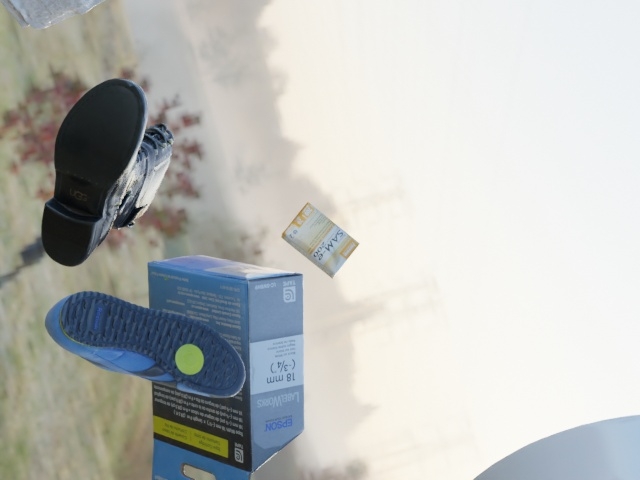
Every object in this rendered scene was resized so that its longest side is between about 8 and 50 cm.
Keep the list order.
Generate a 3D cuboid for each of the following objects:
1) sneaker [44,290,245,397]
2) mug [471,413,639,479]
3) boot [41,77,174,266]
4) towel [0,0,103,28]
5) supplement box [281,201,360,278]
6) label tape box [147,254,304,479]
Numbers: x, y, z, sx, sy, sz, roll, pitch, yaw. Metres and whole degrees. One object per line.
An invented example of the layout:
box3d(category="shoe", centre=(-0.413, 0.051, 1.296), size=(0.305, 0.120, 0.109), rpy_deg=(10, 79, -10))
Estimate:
box3d(category="sneaker", centre=(-0.178, 0.108, 1.459), size=(0.082, 0.209, 0.069), rpy_deg=(-31, -139, 61))
box3d(category="mug", centre=(0.229, 0.365, 1.061), size=(0.374, 0.276, 0.328), rpy_deg=(119, -28, -44))
box3d(category="boot", centre=(-0.237, -0.101, 1.727), size=(0.263, 0.091, 0.229), rpy_deg=(-64, 172, 26))
box3d(category="towel", centre=(-0.357, -0.423, 2.065), size=(0.187, 0.282, 0.049), rpy_deg=(51, 19, -42))
box3d(category="supplement box", centre=(0.000, 0.000, 2.080), size=(0.098, 0.062, 0.036), rpy_deg=(38, -11, 3))
box3d(category="label tape box", centre=(-0.135, 0.200, 2.035), size=(0.240, 0.105, 0.334), rpy_deg=(9, -78, 49))
